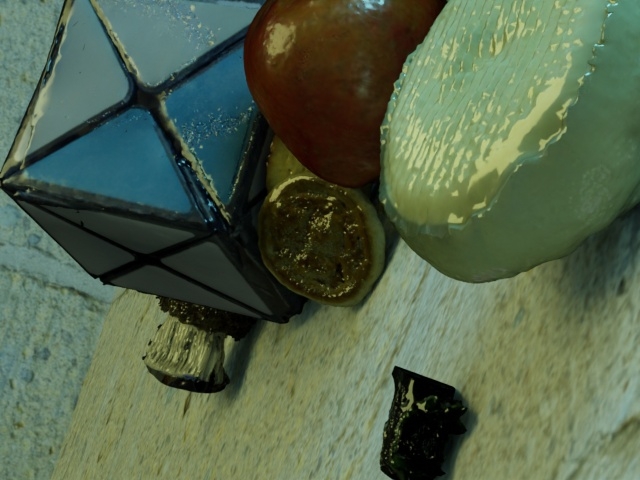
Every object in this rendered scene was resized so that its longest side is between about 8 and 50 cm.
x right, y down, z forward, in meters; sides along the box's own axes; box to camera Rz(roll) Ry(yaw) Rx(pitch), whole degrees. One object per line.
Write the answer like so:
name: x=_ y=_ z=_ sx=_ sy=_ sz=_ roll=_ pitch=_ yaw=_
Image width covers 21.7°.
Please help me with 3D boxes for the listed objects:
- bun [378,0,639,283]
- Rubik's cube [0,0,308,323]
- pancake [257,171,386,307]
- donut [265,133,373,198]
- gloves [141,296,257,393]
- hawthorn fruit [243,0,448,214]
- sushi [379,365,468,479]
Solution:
bun: x=0.166 y=-0.101 z=1.233 sx=0.287 sy=0.146 sz=0.287 roll=-41 pitch=34 yaw=36
Rubik's cube: x=-0.150 y=-0.111 z=1.966 sx=0.310 sy=0.305 sz=0.307 roll=52 pitch=-128 yaw=-61
pancake: x=0.000 y=0.000 z=1.766 sx=0.028 sy=0.158 sz=0.158 roll=-27 pitch=-29 yaw=-56
donut: x=0.005 y=-0.074 z=1.852 sx=0.166 sy=0.073 sz=0.184 roll=-42 pitch=-41 yaw=-47
gloves: x=-0.137 y=0.053 z=2.232 sx=0.210 sy=0.135 sz=0.312 roll=170 pitch=123 yaw=-82
hawthorn fruit: x=0.041 y=-0.158 z=1.697 sx=0.260 sy=0.224 sz=0.224 roll=68 pitch=168 yaw=-6
sushi: x=0.079 y=0.157 z=1.365 sx=0.085 sy=0.056 sz=0.083 roll=-137 pitch=69 yaw=-77
